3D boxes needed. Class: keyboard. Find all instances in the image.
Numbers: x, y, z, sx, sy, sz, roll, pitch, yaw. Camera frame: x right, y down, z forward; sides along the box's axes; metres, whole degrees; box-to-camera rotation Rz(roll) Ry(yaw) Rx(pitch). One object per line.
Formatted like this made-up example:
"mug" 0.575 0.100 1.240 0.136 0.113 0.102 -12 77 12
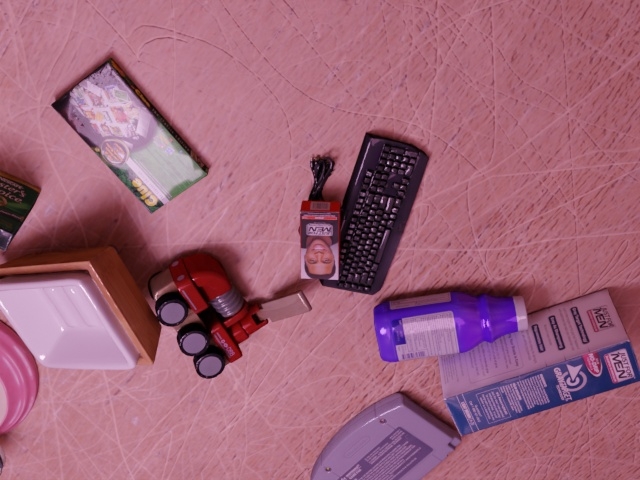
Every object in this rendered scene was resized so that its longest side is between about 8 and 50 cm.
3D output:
"keyboard" 0.058 -0.047 1.718 0.201 0.033 0.317 14 118 -6

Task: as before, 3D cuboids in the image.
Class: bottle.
"bottle" 0.244 0.155 1.792 0.283 0.092 0.118 -10 120 7

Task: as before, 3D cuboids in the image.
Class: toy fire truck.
"toy fire truck" -0.164 0.117 1.767 0.246 0.158 0.217 -31 121 -3

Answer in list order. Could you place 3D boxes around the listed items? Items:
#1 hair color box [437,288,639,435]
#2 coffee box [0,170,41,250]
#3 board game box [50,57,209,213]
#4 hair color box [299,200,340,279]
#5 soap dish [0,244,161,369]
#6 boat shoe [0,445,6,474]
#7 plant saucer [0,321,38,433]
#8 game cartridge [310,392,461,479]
"hair color box" 0.401 0.228 1.783 0.347 0.174 0.105 -20 118 13
"coffee box" -0.560 -0.061 1.638 0.113 0.184 0.040 27 114 -11
"board game box" -0.328 -0.177 1.655 0.136 0.030 0.259 -33 114 16
"hair color box" 0.000 0.000 1.705 0.072 0.043 0.141 1 121 4
"soap dish" -0.440 0.121 1.723 0.291 0.118 0.229 -4 124 37
"boat shoe" -0.722 0.362 1.836 0.116 0.099 0.319 -19 118 12
"plant saucer" -0.737 0.282 1.897 0.332 0.084 0.332 1 119 1
"game cartridge" 0.124 0.448 1.987 0.196 0.060 0.294 35 115 -21
